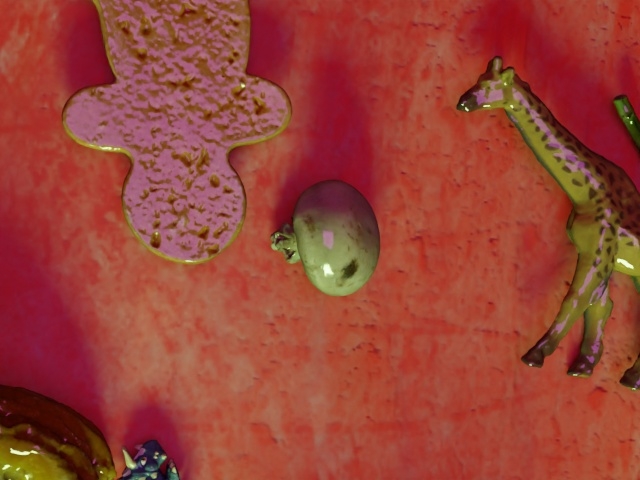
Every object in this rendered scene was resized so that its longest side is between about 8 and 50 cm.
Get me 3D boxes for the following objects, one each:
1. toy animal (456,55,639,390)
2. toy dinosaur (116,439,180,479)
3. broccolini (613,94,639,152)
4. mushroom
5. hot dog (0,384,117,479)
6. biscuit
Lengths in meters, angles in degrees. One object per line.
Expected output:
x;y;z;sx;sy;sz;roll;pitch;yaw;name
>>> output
0.198;-0.012;1.078;0.149;0.054;0.275;-14;93;-7;toy animal
-0.120;0.185;1.028;0.047;0.030;0.083;-18;90;-9;toy dinosaur
0.290;-0.035;1.103;0.194;0.054;0.052;39;101;-4;broccolini
0.000;0.000;1.041;0.079;0.085;0.085;-11;90;25;mushroom
-0.270;0.175;0.961;0.259;0.114;0.175;11;85;-10;hot dog
-0.105;-0.106;1.040;0.165;0.036;0.250;-6;85;-9;biscuit
